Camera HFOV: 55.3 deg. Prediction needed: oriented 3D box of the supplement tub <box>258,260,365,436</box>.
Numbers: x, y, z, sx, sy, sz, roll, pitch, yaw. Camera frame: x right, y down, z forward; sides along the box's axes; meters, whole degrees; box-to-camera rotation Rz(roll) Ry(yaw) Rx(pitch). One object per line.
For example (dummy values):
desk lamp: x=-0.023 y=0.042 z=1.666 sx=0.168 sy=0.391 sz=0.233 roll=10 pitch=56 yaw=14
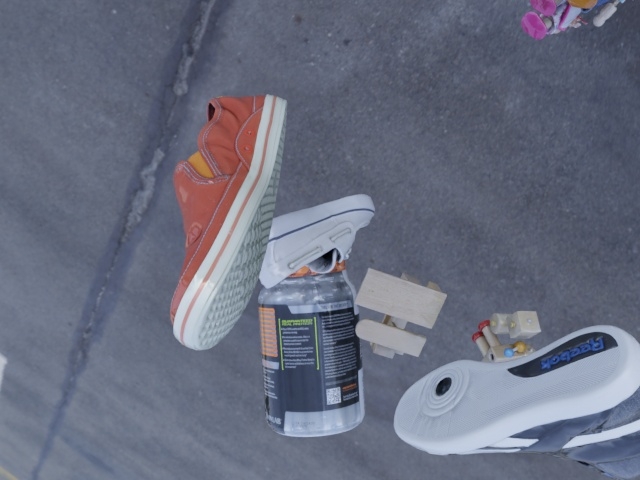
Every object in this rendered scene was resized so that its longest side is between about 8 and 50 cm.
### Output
supplement tub: x=-0.018 y=0.192 z=1.161 sx=0.193 sy=0.193 sz=0.316 roll=-3 pitch=91 yaw=35

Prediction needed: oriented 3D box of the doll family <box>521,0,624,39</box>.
doll family: x=0.338 y=-0.322 z=0.657 sx=0.118 sy=0.163 sz=0.263 roll=42 pitch=146 yaw=27

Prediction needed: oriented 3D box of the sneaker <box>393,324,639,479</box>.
sneaker: x=0.166 y=0.146 z=0.467 sx=0.121 sy=0.079 sz=0.217 roll=40 pitch=138 yaw=-19

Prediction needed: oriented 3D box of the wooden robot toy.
wooden robot toy: x=0.257 y=0.143 z=0.818 sx=0.079 sy=0.076 sz=0.173 roll=2 pitch=136 yaw=-13

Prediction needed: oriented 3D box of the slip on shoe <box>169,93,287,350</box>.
slip on shoe: x=-0.101 y=-0.035 z=0.610 sx=0.101 sy=0.331 sz=0.123 roll=7 pitch=137 yaw=-1

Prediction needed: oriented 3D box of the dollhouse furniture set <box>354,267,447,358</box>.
dollhouse furniture set: x=0.095 y=0.102 z=0.958 sx=0.123 sy=0.151 sz=0.144 roll=19 pitch=105 yaw=-10

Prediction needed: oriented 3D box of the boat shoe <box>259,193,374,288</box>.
boat shoe: x=0.000 y=0.000 z=0.831 sx=0.096 sy=0.267 sz=0.088 roll=-25 pitch=86 yaw=33
